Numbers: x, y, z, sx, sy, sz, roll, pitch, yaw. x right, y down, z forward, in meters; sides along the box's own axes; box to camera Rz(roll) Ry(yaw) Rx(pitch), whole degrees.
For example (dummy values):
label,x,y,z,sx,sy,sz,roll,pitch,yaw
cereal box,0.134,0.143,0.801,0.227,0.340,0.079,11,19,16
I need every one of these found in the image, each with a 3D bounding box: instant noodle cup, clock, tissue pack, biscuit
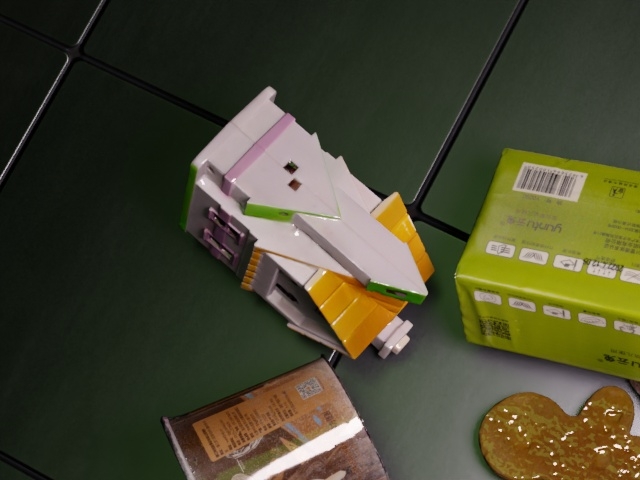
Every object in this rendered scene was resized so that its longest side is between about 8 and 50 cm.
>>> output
label,x,y,z,sx,sy,sz,roll,pitch,yaw
instant noodle cup,-0.048,0.252,1.841,0.207,0.217,0.217,-27,73,-6
clock,0.000,0.000,1.888,0.309,0.235,0.166,42,70,6
tissue pack,0.317,0.032,1.819,0.275,0.167,0.200,13,59,19
biscuit,0.326,0.268,1.853,0.302,0.049,0.196,21,71,13

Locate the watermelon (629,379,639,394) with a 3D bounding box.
label,x,y,z,sx,sy,sz,roll,pitch,yaw
watermelon,0.416,0.137,1.866,0.139,0.071,0.187,14,59,28
